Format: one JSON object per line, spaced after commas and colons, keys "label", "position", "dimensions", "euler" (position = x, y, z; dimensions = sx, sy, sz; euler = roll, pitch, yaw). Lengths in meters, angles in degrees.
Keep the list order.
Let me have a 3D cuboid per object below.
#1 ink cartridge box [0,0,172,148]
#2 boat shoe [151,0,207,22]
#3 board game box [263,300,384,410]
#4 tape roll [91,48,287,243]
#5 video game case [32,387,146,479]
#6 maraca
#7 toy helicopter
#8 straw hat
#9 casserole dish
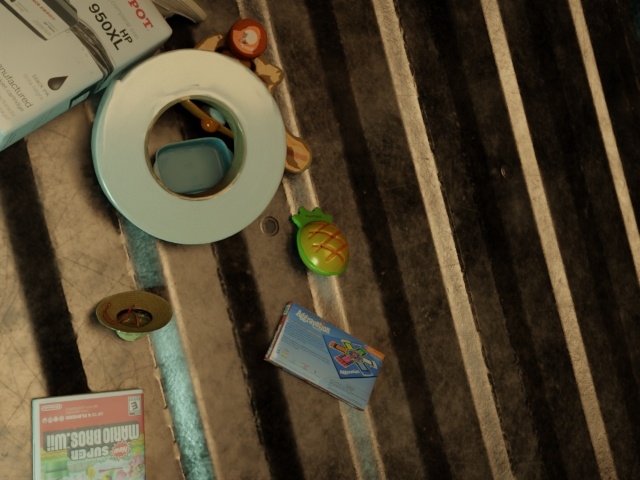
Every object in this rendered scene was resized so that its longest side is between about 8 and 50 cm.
{"label": "ink cartridge box", "position": [-0.522, -0.390, 1.346], "dimensions": [0.395, 0.166, 0.285], "euler": [-43, 106, -30]}
{"label": "boat shoe", "position": [-0.344, -0.511, 1.535], "dimensions": [0.227, 0.079, 0.081], "euler": [26, 103, -42]}
{"label": "board game box", "position": [0.014, 0.266, 1.665], "dimensions": [0.281, 0.027, 0.145], "euler": [33, 68, -24]}
{"label": "tape roll", "position": [-0.257, -0.187, 1.460], "dimensions": [0.391, 0.072, 0.392], "euler": [-5, 103, -25]}
{"label": "video game case", "position": [-0.428, 0.430, 1.361], "dimensions": [0.204, 0.025, 0.285], "euler": [1, 82, -32]}
{"label": "maraca", "position": [0.000, 0.000, 1.661], "dimensions": [0.127, 0.099, 0.186], "euler": [1, 56, -34]}
{"label": "toy helicopter", "position": [-0.154, -0.280, 1.580], "dimensions": [0.235, 0.140, 0.355], "euler": [-44, 105, -21]}
{"label": "straw hat", "position": [-0.364, 0.161, 1.419], "dimensions": [0.144, 0.144, 0.061], "euler": [-8, 125, -33]}
{"label": "casserole dish", "position": [-0.270, -0.154, 1.546], "dimensions": [0.188, 0.037, 0.114], "euler": [-15, 91, -32]}
